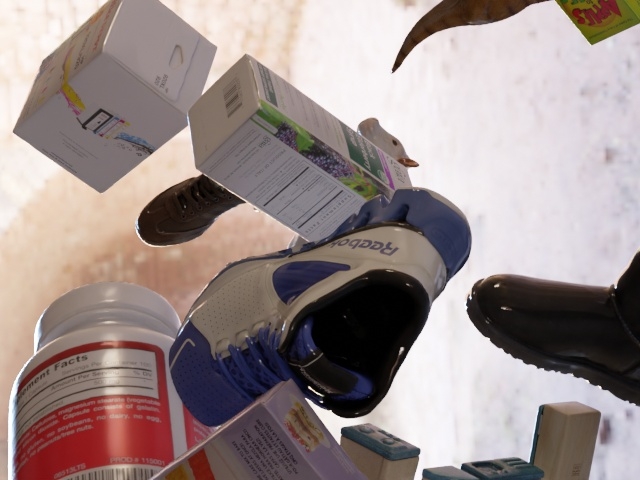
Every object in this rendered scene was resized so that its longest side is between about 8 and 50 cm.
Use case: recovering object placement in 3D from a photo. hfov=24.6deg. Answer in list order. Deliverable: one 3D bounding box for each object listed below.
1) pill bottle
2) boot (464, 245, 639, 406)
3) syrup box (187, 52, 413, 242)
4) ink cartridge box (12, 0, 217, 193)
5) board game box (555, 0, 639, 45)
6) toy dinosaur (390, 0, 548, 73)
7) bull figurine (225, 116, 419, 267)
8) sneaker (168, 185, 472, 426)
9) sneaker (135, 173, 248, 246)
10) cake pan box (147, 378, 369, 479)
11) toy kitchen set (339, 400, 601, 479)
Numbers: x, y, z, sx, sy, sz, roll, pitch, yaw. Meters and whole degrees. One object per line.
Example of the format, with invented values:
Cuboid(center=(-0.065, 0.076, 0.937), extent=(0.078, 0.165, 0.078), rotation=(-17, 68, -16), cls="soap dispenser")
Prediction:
Cuboid(center=(-0.219, 0.241, 1.575), extent=(0.408, 0.229, 0.229), rotation=(-103, 13, -49), cls="pill bottle")
Cuboid(center=(0.472, 0.016, 2.101), extent=(0.445, 0.367, 0.146), rotation=(-53, 26, 36), cls="boot")
Cuboid(center=(-0.012, -0.071, 1.450), extent=(0.096, 0.237, 0.093), rotation=(-41, 37, 24), cls="syrup box")
Cuboid(center=(-0.294, -0.220, 2.116), extent=(0.232, 0.168, 0.171), rotation=(-33, 31, 37), cls="ink cartridge box")
Cuboid(center=(0.318, -0.333, 1.804), extent=(0.092, 0.181, 0.043), rotation=(-21, 25, 54), cls="board game box")
Cuboid(center=(0.133, -0.210, 1.284), extent=(0.112, 0.211, 0.064), rotation=(59, -157, -31), cls="toy dinosaur")
Cuboid(center=(0.000, 0.000, 1.762), extent=(0.101, 0.188, 0.310), rotation=(39, 117, 56), cls="bull figurine")
Cuboid(center=(-0.020, 0.082, 1.268), extent=(0.127, 0.315, 0.182), rotation=(50, -152, -14), cls="sneaker")
Cuboid(center=(-0.115, -0.058, 1.571), extent=(0.066, 0.188, 0.071), rotation=(61, 171, 22), cls="sneaker")
Cuboid(center=(-0.045, 0.284, 1.162), extent=(0.267, 0.245, 0.070), rotation=(54, -157, 0), cls="cake pan box")
Cuboid(center=(0.149, 0.212, 1.497), extent=(0.166, 0.207, 0.122), rotation=(21, 105, 48), cls="toy kitchen set")
